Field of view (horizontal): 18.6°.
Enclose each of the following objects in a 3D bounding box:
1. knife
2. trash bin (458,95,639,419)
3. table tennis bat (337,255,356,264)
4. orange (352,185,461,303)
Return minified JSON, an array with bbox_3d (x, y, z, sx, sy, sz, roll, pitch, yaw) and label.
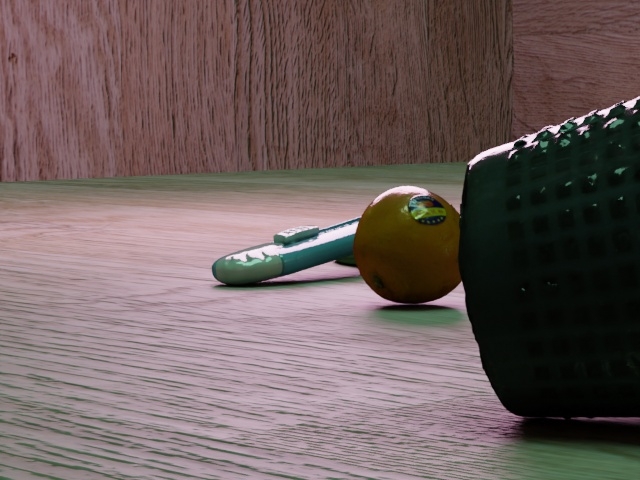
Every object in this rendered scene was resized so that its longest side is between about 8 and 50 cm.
[{"bbox_3d":[0.000,0.000,1.531,0.064,0.031,0.222,0,12,41],"label":"knife"},{"bbox_3d":[0.148,0.005,0.850,0.161,0.175,0.175,-9,2,18],"label":"trash bin"},{"bbox_3d":[0.116,0.004,1.618,0.160,0.039,0.257,-8,4,-33],"label":"table tennis bat"},{"bbox_3d":[0.062,0.005,1.323,0.083,0.083,0.083,0,4,0],"label":"orange"}]
